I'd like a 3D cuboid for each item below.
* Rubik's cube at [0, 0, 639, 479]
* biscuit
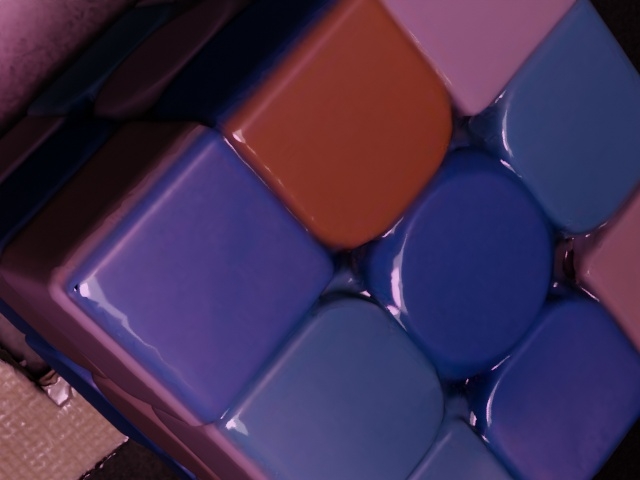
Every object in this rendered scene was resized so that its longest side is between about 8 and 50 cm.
[{"bbox_3d":[0.000,0.000,0.821,0.346,0.347,0.344,-50,115,-17],"label":"Rubik's cube"},{"bbox_3d":[-0.192,0.098,0.971,0.250,0.046,0.147,-41,116,-6],"label":"biscuit"}]
